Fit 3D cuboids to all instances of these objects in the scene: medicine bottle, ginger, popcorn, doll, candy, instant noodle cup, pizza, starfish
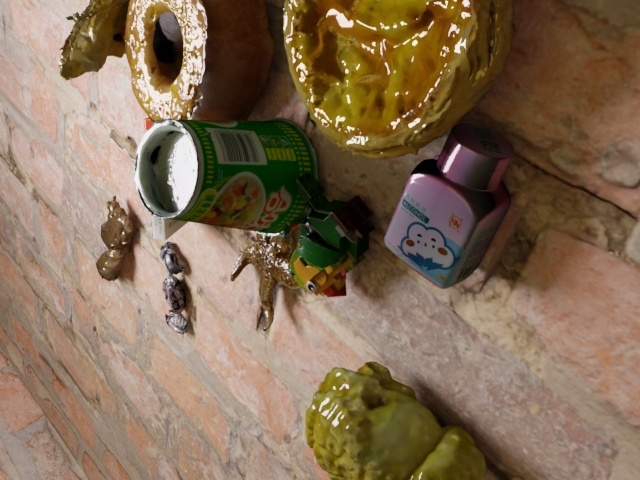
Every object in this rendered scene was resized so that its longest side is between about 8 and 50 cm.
[{"bbox_3d":[0.168,-0.047,0.773,0.119,0.094,0.188,39,132,27],"label":"medicine bottle"},{"bbox_3d":[-0.541,0.017,1.578,0.122,0.084,0.290,45,135,16],"label":"ginger"},{"bbox_3d":[0.105,0.330,0.954,0.286,0.174,0.225,31,143,23],"label":"popcorn"},{"bbox_3d":[0.007,0.004,0.955,0.134,0.106,0.186,27,126,19],"label":"doll"},{"bbox_3d":[-0.345,0.114,1.438,0.094,0.051,0.226,26,122,51],"label":"candy"},{"bbox_3d":[-0.148,-0.103,0.953,0.207,0.232,0.207,1,92,37],"label":"instant noodle cup"},{"bbox_3d":[-0.369,-0.382,1.098,0.075,0.288,0.280,29,159,-4],"label":"pizza"},{"bbox_3d":[-0.094,0.032,1.115,0.235,0.062,0.277,-1,98,49],"label":"starfish"}]

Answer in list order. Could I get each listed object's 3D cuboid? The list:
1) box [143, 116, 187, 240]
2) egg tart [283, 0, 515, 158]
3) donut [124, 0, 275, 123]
[{"bbox_3d":[-0.295,-0.136,1.211,0.035,0.139,0.245,11,115,13],"label":"box"},{"bbox_3d":[0.093,-0.262,0.737,0.341,0.132,0.341,18,116,42],"label":"egg tart"},{"bbox_3d":[-0.206,-0.327,1.024,0.299,0.150,0.317,13,115,42],"label":"donut"}]
